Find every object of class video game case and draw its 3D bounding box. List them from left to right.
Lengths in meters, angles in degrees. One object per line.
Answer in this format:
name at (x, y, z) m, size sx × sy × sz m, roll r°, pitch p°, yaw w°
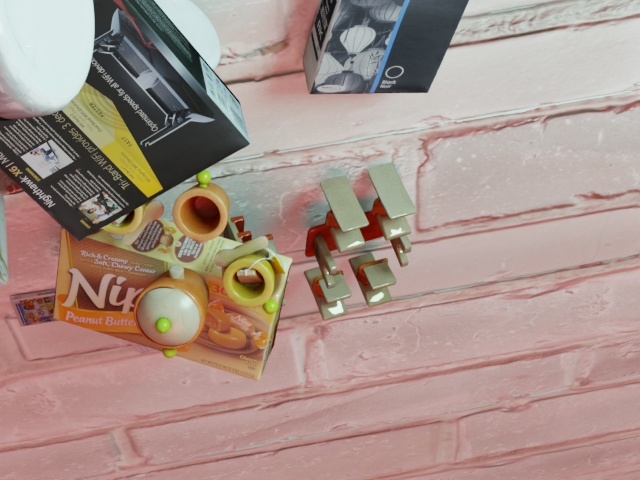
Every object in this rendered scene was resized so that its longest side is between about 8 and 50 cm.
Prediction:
video game case at (-0.415, 0.102, 2.324) m, size 0.122 × 0.011 × 0.087 m, roll -9°, pitch 150°, yaw -5°

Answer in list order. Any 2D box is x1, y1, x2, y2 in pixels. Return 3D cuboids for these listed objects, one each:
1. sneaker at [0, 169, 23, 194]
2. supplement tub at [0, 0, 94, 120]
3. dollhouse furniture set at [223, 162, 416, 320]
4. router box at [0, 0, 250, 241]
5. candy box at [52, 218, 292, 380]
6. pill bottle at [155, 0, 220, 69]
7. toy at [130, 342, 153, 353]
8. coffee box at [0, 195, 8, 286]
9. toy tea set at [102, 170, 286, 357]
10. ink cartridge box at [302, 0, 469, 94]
sneaker at (-0.357, -0.096, 1.968) m, size 0.158 × 0.061 × 0.065 m, roll -24°, pitch 154°, yaw 22°
supplement tub at (-0.406, -0.205, 1.427) m, size 0.338 × 0.207 × 0.207 m, roll -5°, pitch 153°, yaw 20°
dollhouse furniture set at (0.000, 0.000, 2.216) m, size 0.259 × 0.135 × 0.262 m, roll -16°, pitch 151°, yaw -15°
router box at (-0.260, -0.163, 1.641) m, size 0.243 × 0.081 × 0.309 m, roll -28°, pitch 134°, yaw 13°
candy box at (-0.211, 0.068, 2.105) m, size 0.316 × 0.087 × 0.183 m, roll 17°, pitch 132°, yaw 3°
pill bottle at (-0.226, -0.195, 1.785) m, size 0.117 × 0.117 × 0.215 m, roll 19°, pitch 139°, yaw -40°
toy at (-0.206, 0.148, 2.426) m, size 0.237 × 0.056 × 0.137 m, roll -17°, pitch 148°, yaw 10°
coffee box at (-0.514, -0.036, 1.935) m, size 0.098 × 0.141 × 0.246 m, roll -20°, pitch 147°, yaw 15°
toy tea set at (-0.200, -0.008, 1.931) m, size 0.200 × 0.124 × 0.336 m, roll -28°, pitch 104°, yaw 19°
ink cartridge box at (0.091, -0.296, 1.778) m, size 0.165 × 0.065 × 0.333 m, roll -2°, pitch 147°, yaw -14°
